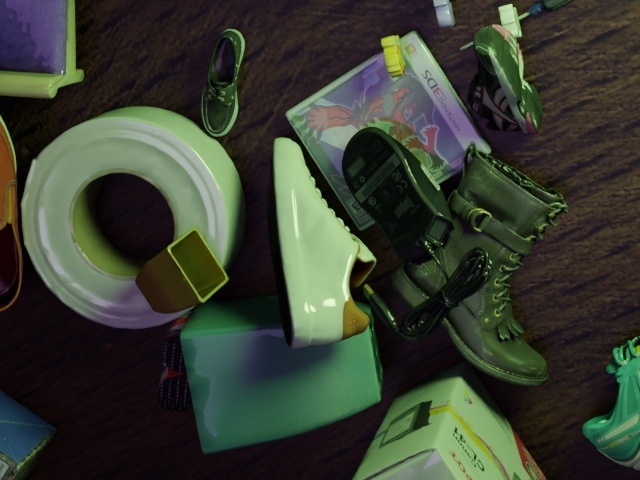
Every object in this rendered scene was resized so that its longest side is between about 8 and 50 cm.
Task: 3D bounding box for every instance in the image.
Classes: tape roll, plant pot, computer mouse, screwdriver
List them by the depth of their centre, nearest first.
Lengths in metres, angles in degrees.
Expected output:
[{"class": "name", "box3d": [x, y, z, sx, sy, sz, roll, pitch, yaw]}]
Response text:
[{"class": "screwdriver", "box3d": [0.245, -0.273, 1.753, 0.170, 0.025, 0.024, -27, 97, 16]}, {"class": "computer mouse", "box3d": [0.102, -0.005, 1.788, 0.262, 0.060, 0.184, 52, 124, 22]}, {"class": "plant pot", "box3d": [-0.182, 0.047, 1.793, 0.083, 0.081, 0.081, -30, 97, 29]}, {"class": "plant pot", "box3d": [-0.041, 0.161, 1.856, 0.234, 0.165, 0.165, -8, 102, 6]}, {"class": "tape roll", "box3d": [-0.246, -0.032, 1.878, 0.286, 0.100, 0.286, 3, 105, 11]}]

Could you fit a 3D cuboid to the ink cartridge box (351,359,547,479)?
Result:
[{"class": "ink cartridge box", "box3d": [0.171, 0.311, 1.765, 0.131, 0.306, 0.226, -31, 96, 17]}]

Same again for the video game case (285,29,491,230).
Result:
[{"class": "video game case", "box3d": [0.085, -0.138, 1.821, 0.201, 0.023, 0.183, -31, 95, 17]}]

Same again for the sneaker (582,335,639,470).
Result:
[{"class": "sneaker", "box3d": [0.418, 0.159, 1.787, 0.110, 0.107, 0.275, 27, 108, 14]}]

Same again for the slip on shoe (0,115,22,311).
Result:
[{"class": "slip on shoe", "box3d": [-0.438, -0.049, 1.818, 0.123, 0.101, 0.331, -14, 124, -17]}]

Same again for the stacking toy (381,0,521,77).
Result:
[{"class": "stacking toy", "box3d": [0.139, -0.325, 1.736, 0.167, 0.052, 0.221, -13, 91, 15]}]

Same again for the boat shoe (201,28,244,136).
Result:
[{"class": "boat shoe", "box3d": [-0.129, -0.202, 1.841, 0.049, 0.040, 0.142, 12, 106, 9]}]

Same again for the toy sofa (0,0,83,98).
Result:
[{"class": "toy sofa", "box3d": [-0.395, -0.363, 1.787, 0.150, 0.177, 0.362, 5, 104, 11]}]

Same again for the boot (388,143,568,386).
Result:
[{"class": "boot", "box3d": [0.233, 0.034, 1.793, 0.263, 0.091, 0.229, 38, 110, 3]}]

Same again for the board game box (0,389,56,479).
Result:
[{"class": "board game box", "box3d": [-0.555, 0.335, 2.011, 0.232, 0.141, 0.291, 35, 108, 2]}]

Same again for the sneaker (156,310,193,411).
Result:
[{"class": "sneaker", "box3d": [-0.186, 0.163, 1.938, 0.057, 0.075, 0.161, 11, 133, 3]}]

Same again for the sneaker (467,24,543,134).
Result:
[{"class": "sneaker", "box3d": [0.209, -0.183, 1.725, 0.077, 0.072, 0.178, -6, 140, 23]}]

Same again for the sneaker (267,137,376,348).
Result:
[{"class": "sneaker", "box3d": [0.000, 0.000, 1.795, 0.123, 0.106, 0.290, -5, 63, -9]}]
